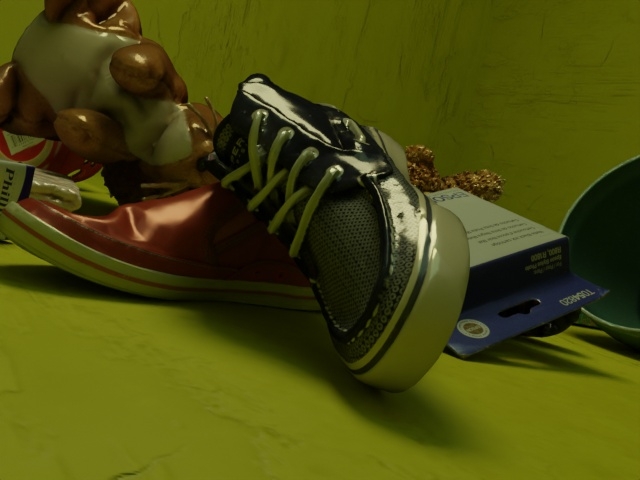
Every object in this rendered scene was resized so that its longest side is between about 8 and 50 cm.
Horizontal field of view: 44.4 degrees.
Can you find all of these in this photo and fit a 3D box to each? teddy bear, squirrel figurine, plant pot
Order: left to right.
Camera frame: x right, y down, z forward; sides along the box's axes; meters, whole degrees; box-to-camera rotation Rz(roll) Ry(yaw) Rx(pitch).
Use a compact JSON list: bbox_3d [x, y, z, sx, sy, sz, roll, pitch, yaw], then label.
[{"bbox_3d":[-0.505,-0.200,1.444,0.191,0.191,0.174,14,7,11],"label":"plant pot"},{"bbox_3d":[-0.258,-0.178,1.175,0.370,0.281,0.397,31,-5,-3],"label":"squirrel figurine"},{"bbox_3d":[0.225,-0.027,1.401,0.245,0.113,0.338,-15,-40,20],"label":"teddy bear"},{"bbox_3d":[0.496,0.044,1.064,0.293,0.293,0.196,18,-21,50],"label":"plant pot"}]

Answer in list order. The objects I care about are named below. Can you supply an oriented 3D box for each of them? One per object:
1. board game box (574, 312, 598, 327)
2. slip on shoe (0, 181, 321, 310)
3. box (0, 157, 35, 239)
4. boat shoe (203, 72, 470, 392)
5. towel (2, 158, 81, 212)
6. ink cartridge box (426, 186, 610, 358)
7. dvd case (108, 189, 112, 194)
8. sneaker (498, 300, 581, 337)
[{"bbox_3d":[0.376,0.102,1.274,0.211,0.039,0.160,13,3,-29],"label":"board game box"},{"bbox_3d":[-0.106,-0.005,0.669,0.331,0.101,0.123,8,8,-41],"label":"slip on shoe"},{"bbox_3d":[-0.340,-0.047,0.660,0.126,0.072,0.137,15,5,18],"label":"box"},{"bbox_3d":[-0.010,-0.025,0.566,0.158,0.127,0.340,26,16,-14],"label":"boat shoe"},{"bbox_3d":[-0.455,-0.084,0.919,0.331,0.053,0.317,15,3,-22],"label":"towel"},{"bbox_3d":[0.140,0.017,0.794,0.223,0.045,0.224,-15,32,-35],"label":"ink cartridge box"},{"bbox_3d":[-0.292,-0.141,1.622,0.238,0.030,0.179,-21,-8,18],"label":"dvd case"},{"bbox_3d":[0.170,0.043,0.940,0.276,0.098,0.135,13,6,14],"label":"sneaker"}]
